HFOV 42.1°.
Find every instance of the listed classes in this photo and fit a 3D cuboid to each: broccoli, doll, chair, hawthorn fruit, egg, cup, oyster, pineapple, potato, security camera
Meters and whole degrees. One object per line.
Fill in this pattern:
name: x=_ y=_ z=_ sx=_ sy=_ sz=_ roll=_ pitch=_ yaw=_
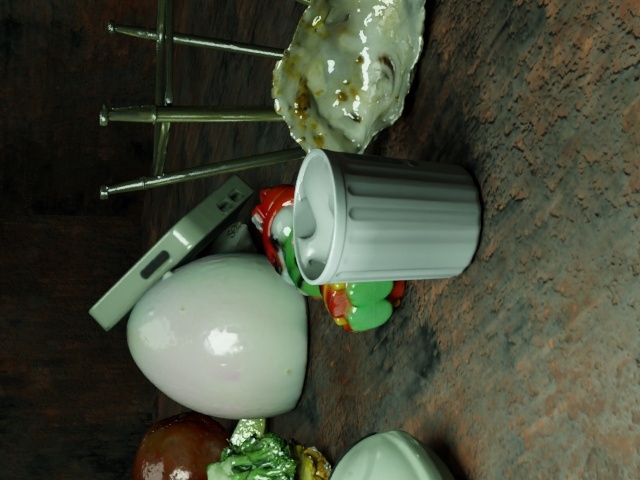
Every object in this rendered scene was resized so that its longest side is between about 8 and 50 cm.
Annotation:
broccoli: x=-0.115 y=0.426 z=1.457 sx=0.195 sy=0.156 sz=0.195 roll=-17 pitch=56 yaw=28
doll: x=-0.001 y=0.001 z=1.315 sx=0.363 sy=0.160 sz=0.182 roll=38 pitch=147 yaw=45
chair: x=-0.160 y=-0.283 z=1.424 sx=0.362 sy=0.410 sz=0.364 roll=131 pitch=140 yaw=-68
hawthorn fruit: x=-0.344 y=0.602 z=2.130 sx=0.316 sy=0.316 sz=0.315 roll=-179 pitch=90 yaw=-71
egg: x=-0.227 y=0.196 z=1.726 sx=0.354 sy=0.340 sz=0.354 roll=-179 pitch=90 yaw=-73
cup: x=0.077 y=-0.049 z=1.060 sx=0.167 sy=0.202 sz=0.221 roll=118 pitch=148 yaw=-52
oyster: x=0.033 y=-0.238 z=1.246 sx=0.111 sy=0.204 sz=0.396 roll=-67 pitch=-6 yaw=-58
pineapple: x=-0.021 y=0.463 z=1.502 sx=0.225 sy=0.076 sz=0.224 roll=-176 pitch=90 yaw=-68
potato: x=-0.147 y=0.429 z=1.923 sx=0.120 sy=0.081 sz=0.149 roll=-61 pitch=-4 yaw=-12
security camera: x=0.080 y=0.382 z=1.062 sx=0.191 sy=0.197 sz=0.277 roll=39 pitch=119 yaw=56

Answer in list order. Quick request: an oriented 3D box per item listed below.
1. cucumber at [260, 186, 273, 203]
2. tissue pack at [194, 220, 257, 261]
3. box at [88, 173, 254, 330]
cucumber: x=-0.077 y=-0.032 z=1.722 sx=0.293 sy=0.068 sz=0.067 roll=-113 pitch=30 yaw=-53
tissue pack: x=-0.279 y=0.166 z=2.124 sx=0.390 sy=0.195 sz=0.375 roll=135 pitch=154 yaw=-64
box: x=-0.334 y=0.025 z=1.931 sx=0.367 sy=0.090 sz=0.373 roll=-40 pitch=5 yaw=28
